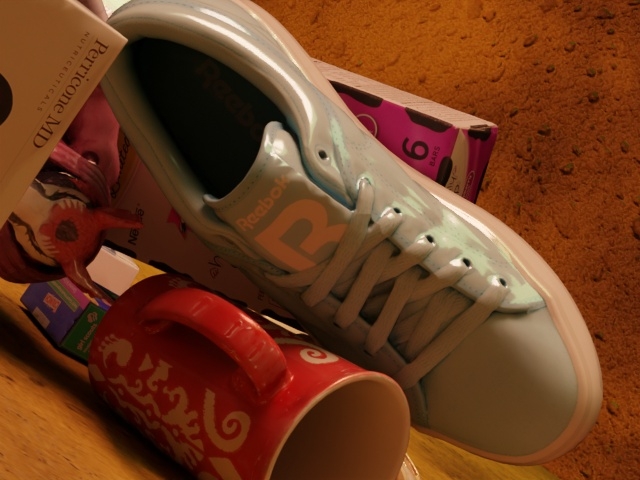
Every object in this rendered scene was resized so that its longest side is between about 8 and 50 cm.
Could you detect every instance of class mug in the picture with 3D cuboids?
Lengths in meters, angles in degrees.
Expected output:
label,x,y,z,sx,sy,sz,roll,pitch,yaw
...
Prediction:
label,x,y,z,sx,sy,sz,roll,pitch,yaw
mug,-0.046,0.076,1.070,0.113,0.150,0.169,-21,36,-37

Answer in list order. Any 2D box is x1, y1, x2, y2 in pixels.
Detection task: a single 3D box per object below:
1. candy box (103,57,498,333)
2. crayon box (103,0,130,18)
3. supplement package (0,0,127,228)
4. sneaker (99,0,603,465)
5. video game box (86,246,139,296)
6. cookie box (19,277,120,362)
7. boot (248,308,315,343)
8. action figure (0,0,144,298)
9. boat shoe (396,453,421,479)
label,x,y,z,sx,sy,sz,roll,pitch,yaw
candy box,-0.022,-0.037,1.206,0.233,0.159,0.071,22,13,25
crayon box,-0.287,-0.163,1.461,0.278,0.081,0.165,18,-35,-15
supplement package,-0.244,-0.086,0.895,0.203,0.194,0.149,32,3,-35
sneaker,0.000,0.000,1.071,0.366,0.135,0.150,42,19,12
video game box,-0.258,-0.028,1.578,0.205,0.048,0.187,32,0,-19
cookie box,-0.138,0.063,1.267,0.107,0.040,0.092,32,3,-32
boot,-0.049,0.066,1.295,0.165,0.077,0.213,52,-7,16
action figure,-0.239,-0.051,1.204,0.370,0.248,0.275,41,-28,36
boat shoe,0.021,0.155,1.412,0.059,0.063,0.170,35,9,-43
